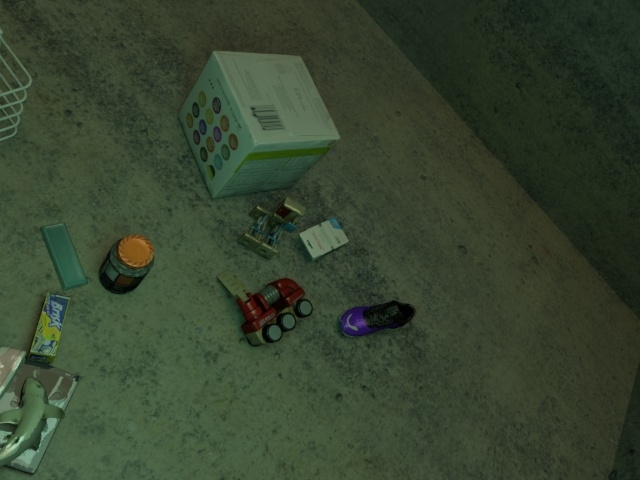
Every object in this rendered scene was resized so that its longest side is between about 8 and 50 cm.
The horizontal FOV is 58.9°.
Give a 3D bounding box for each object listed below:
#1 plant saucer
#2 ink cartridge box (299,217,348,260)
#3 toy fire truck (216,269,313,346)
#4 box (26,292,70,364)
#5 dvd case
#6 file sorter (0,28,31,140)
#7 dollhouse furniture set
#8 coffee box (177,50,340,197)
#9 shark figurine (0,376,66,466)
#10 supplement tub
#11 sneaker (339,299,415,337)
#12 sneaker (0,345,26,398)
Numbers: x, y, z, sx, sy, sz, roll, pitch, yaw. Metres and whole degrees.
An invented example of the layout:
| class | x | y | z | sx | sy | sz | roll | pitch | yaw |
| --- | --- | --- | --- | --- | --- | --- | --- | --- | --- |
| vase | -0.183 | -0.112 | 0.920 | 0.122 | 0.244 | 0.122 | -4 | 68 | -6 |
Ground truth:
| class | x | y | z | sx | sy | sz | roll | pitch | yaw |
| --- | --- | --- | --- | --- | --- | --- | --- | --- | --- |
| plant saucer | -0.695 | 0.039 | 1.536 | 0.067 | 0.018 | 0.192 | -17 | 76 | -38 |
| ink cartridge box | 0.000 | 0.000 | 1.985 | 0.180 | 0.060 | 0.104 | -24 | 82 | -39 |
| toy fire truck | -0.182 | 0.175 | 1.737 | 0.217 | 0.159 | 0.246 | -35 | 98 | -40 |
| box | -0.676 | 0.217 | 1.412 | 0.059 | 0.054 | 0.168 | 18 | 46 | -26 |
| dvd case | -0.704 | 0.401 | 1.332 | 0.179 | 0.029 | 0.238 | 28 | 54 | -19 |
| file sorter | -0.888 | -0.375 | 1.462 | 0.193 | 0.278 | 0.173 | -37 | 93 | -40 |
| dollhouse furniture set | -0.160 | -0.051 | 1.826 | 0.129 | 0.184 | 0.129 | 30 | 53 | -17 |
| coffee box | -0.211 | -0.376 | 1.865 | 0.338 | 0.334 | 0.337 | -13 | 73 | -39 |
| shark figurine | -0.671 | 0.450 | 1.252 | 0.166 | 0.116 | 0.278 | 16 | 42 | 13 |
| supplement tub | -0.519 | 0.063 | 1.525 | 0.117 | 0.190 | 0.116 | 16 | 58 | -27 |
| sneaker | 0.204 | 0.254 | 1.931 | 0.294 | 0.146 | 0.102 | -4 | 68 | -35 |
| sneaker | -0.744 | 0.305 | 1.306 | 0.070 | 0.051 | 0.134 | 26 | 51 | -16 |
